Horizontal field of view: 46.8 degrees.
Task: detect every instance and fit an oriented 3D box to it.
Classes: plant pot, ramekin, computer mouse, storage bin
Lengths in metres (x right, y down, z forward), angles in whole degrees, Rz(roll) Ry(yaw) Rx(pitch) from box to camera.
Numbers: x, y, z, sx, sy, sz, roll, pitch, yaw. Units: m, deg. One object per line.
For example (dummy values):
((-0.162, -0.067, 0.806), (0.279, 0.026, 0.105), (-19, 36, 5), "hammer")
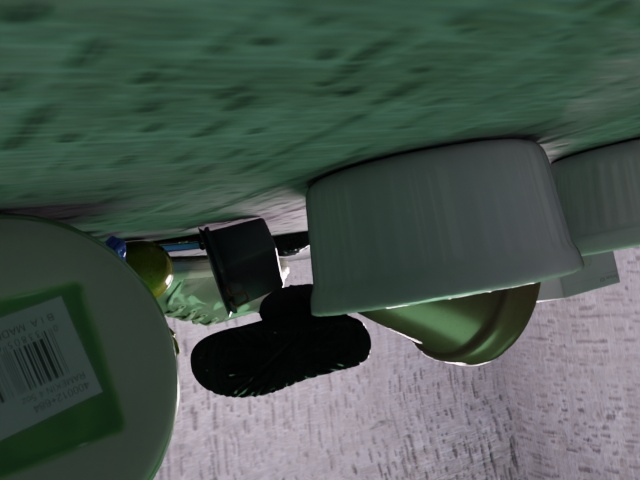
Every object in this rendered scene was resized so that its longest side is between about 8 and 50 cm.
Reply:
((0.140, 0.034, 1.053), (0.229, 0.263, 0.263), (14, 165, -30), "plant pot")
((0.116, -0.012, 0.760), (0.277, 0.135, 0.277), (-10, 178, 0), "ramekin")
((0.416, -0.059, 0.958), (0.273, 0.127, 0.273), (-10, 177, 0), "ramekin")
((-0.267, 0.124, 0.607), (0.303, 0.303, 0.148), (-7, 168, -42), "ramekin")
((0.000, 0.000, 1.483), (0.242, 0.041, 0.071), (-10, 176, -23), "computer mouse")
((-0.104, 0.036, 1.021), (0.091, 0.098, 0.135), (-20, 144, -9), "storage bin")

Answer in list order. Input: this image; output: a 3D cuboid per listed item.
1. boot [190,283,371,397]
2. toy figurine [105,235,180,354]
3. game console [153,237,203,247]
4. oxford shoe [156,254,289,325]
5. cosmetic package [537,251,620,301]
((-0.066, 0.134, 1.053), (0.247, 0.094, 0.207), (-9, -169, -12), "boot")
((-0.285, 0.085, 0.866), (0.363, 0.191, 0.217), (-9, 172, -38), "toy figurine")
((-0.195, 0.037, 1.155), (0.085, 0.124, 0.144), (-36, -179, -9), "game console")
((-0.238, 0.090, 1.323), (0.449, 0.130, 0.169), (2, -178, -44), "oxford shoe")
((0.514, 0.008, 1.601), (0.224, 0.224, 0.138), (-8, 177, -40), "cosmetic package")
